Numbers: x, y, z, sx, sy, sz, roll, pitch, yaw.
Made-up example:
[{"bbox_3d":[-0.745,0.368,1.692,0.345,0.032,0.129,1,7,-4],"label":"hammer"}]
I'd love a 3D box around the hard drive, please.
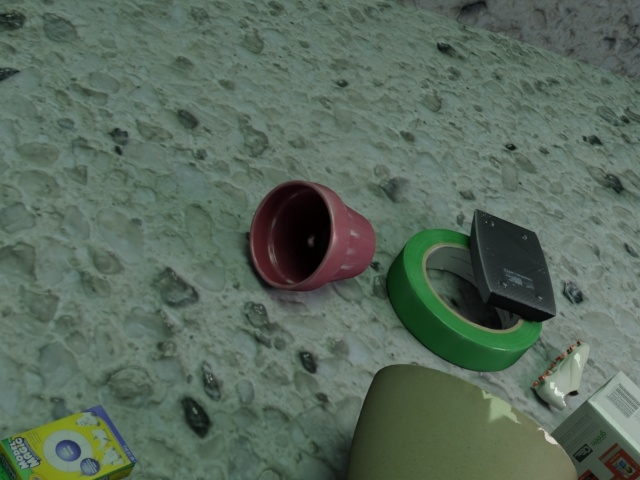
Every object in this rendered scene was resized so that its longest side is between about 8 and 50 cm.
[{"bbox_3d":[0.387,0.053,1.877,0.172,0.054,0.254,20,38,-16],"label":"hard drive"}]

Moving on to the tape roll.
[{"bbox_3d":[0.291,0.116,1.847,0.321,0.077,0.321,19,39,-16],"label":"tape roll"}]

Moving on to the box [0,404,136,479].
[{"bbox_3d":[-0.349,0.294,1.218,0.179,0.043,0.105,-17,58,-43],"label":"box"}]

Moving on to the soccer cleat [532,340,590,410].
[{"bbox_3d":[0.496,0.271,1.830,0.076,0.068,0.196,47,46,11],"label":"soccer cleat"}]

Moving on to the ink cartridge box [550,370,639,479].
[{"bbox_3d":[0.450,0.412,1.427,0.272,0.309,0.130,47,39,18],"label":"ink cartridge box"}]

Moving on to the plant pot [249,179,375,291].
[{"bbox_3d":[0.000,0.000,1.693,0.180,0.201,0.201,11,38,-50],"label":"plant pot"}]

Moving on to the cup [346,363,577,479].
[{"bbox_3d":[0.165,0.370,1.310,0.331,0.331,0.237,34,63,3],"label":"cup"}]
